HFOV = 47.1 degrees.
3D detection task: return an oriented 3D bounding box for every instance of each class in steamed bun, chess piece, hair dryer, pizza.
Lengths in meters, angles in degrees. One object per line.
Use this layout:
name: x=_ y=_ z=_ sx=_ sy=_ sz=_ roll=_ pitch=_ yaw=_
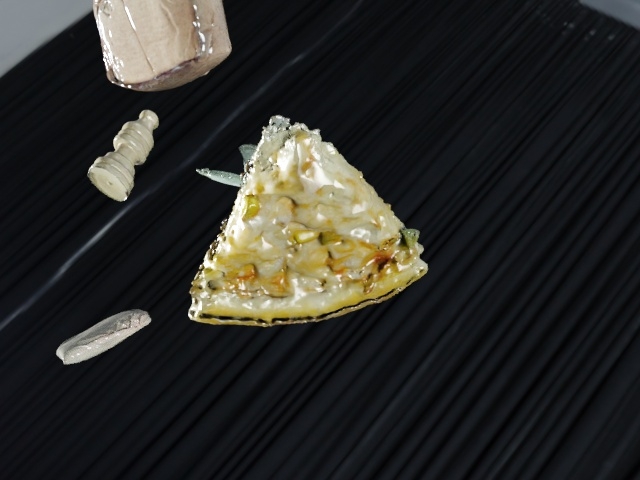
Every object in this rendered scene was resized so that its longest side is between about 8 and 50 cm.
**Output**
steamed bun: x=-0.320 y=-0.456 z=1.563 sx=0.301 sy=0.199 sz=0.252 roll=-6 pitch=105 yaw=32
chess piece: x=-0.579 y=-0.283 z=2.229 sx=0.138 sy=0.307 sz=0.124 roll=36 pitch=143 yaw=-23
hair dryer: x=-0.271 y=-0.213 z=2.194 sx=0.237 sy=0.075 sz=0.206 roll=8 pitch=142 yaw=17
pizza: x=0.003 y=0.025 z=1.320 sx=0.391 sy=0.435 sz=0.080 roll=18 pitch=-146 yaw=-20

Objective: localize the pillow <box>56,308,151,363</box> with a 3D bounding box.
pillow: x=-0.582 y=0.256 z=1.960 sx=0.173 sy=0.270 sz=0.067 roll=-8 pitch=106 yaw=56
